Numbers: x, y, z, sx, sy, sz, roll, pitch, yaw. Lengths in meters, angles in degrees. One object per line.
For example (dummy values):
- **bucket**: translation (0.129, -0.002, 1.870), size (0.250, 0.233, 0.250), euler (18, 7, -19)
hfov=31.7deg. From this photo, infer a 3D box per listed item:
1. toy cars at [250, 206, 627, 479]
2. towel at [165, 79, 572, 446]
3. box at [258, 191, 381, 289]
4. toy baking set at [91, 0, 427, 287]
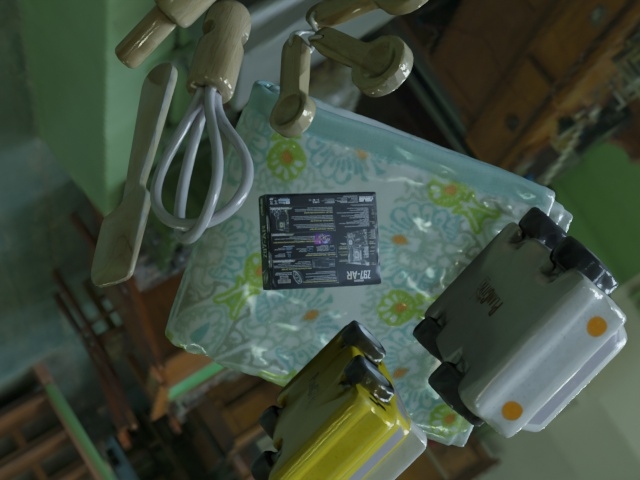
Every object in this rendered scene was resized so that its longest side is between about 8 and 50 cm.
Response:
- **toy cars**: translation (0.068, 0.091, 0.676), size (0.176, 0.087, 0.393), euler (-52, -172, -34)
- **towel**: translation (0.049, 0.032, 1.248), size (0.090, 0.374, 0.321), euler (-77, -172, -76)
- **box**: translation (0.000, 0.000, 0.791), size (0.083, 0.067, 0.018), euler (-3, 177, -20)
- **toy baking set**: translation (-0.045, -0.099, 0.582), size (0.256, 0.197, 0.030), euler (-40, 131, 14)
